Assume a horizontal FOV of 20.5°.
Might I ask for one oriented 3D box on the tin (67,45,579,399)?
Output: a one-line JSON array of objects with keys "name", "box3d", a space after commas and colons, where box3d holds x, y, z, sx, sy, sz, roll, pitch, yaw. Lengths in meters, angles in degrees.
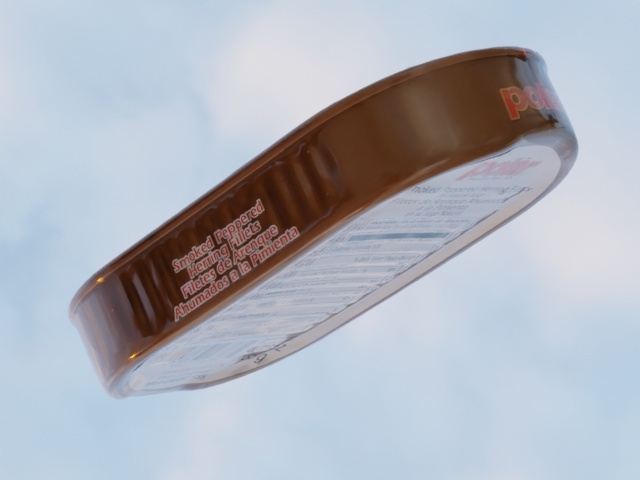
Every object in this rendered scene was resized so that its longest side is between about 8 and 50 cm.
[{"name": "tin", "box3d": [0.000, 0.000, 0.580, 0.106, 0.190, 0.040, -8, -112, -56]}]
